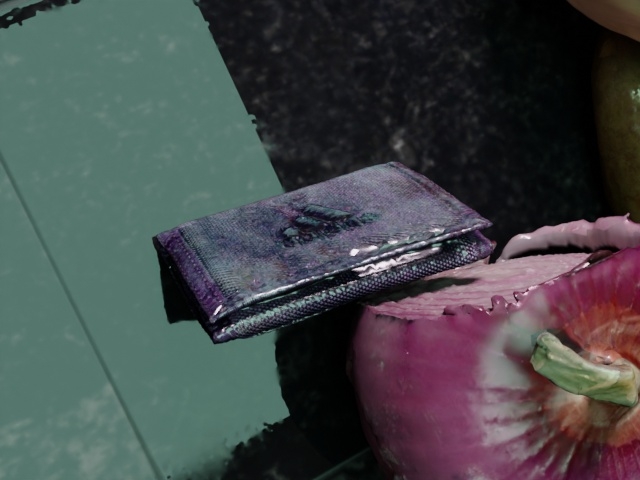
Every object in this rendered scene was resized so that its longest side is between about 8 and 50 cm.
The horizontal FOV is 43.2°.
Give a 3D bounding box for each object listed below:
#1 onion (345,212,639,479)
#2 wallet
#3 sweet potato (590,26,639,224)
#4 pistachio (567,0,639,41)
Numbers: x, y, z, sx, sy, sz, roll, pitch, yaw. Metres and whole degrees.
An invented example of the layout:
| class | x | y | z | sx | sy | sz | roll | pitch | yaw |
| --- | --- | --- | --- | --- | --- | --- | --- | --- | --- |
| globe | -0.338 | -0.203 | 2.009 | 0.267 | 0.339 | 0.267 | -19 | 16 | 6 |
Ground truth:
| class | x | y | z | sx | sy | sz | roll | pitch | yaw |
| --- | --- | --- | --- | --- | --- | --- | --- | --- | --- |
| onion | 0.125 | 0.089 | 0.460 | 0.207 | 0.200 | 0.200 | -30 | 97 | -44 |
| wallet | 0.000 | 0.001 | 0.458 | 0.166 | 0.111 | 0.030 | -17 | 120 | -18 |
| sweet potato | 0.224 | -0.048 | 0.550 | 0.067 | 0.059 | 0.281 | -9 | 91 | -26 |
| pistachio | 0.221 | -0.193 | 0.480 | 0.229 | 0.157 | 0.157 | 21 | 78 | 29 |
